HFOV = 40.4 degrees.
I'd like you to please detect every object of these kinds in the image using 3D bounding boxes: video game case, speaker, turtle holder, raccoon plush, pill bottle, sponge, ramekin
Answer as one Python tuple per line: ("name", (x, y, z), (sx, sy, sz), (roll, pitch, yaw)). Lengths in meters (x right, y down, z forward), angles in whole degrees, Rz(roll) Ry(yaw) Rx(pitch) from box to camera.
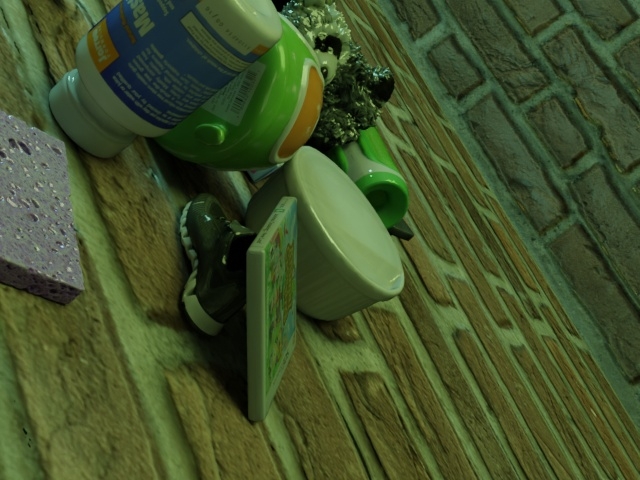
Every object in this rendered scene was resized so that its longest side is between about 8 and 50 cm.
("video game case", (-0.055, 0.076, 1.045), (0.193, 0.023, 0.212), (-66, 158, -68))
("speaker", (0.076, -0.144, 1.656), (0.131, 0.131, 0.296), (41, 18, -33))
("turtle holder", (-0.143, -0.210, 1.236), (0.227, 0.320, 0.243), (14, 74, -56))
("raccoon plush", (-0.066, -0.349, 1.636), (0.446, 0.216, 0.299), (31, -17, 53))
("pill bottle", (-0.191, -0.220, 1.035), (0.152, 0.272, 0.152), (46, 21, -24))
("sponge", (-0.298, -0.041, 0.862), (0.117, 0.031, 0.210), (32, 29, -47))
("ramekin", (0.000, 0.000, 1.330), (0.273, 0.127, 0.273), (46, 21, -23))

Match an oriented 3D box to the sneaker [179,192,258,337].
("sneaker", (-0.116, 0.009, 1.080), (0.078, 0.106, 0.234), (41, 24, -34))

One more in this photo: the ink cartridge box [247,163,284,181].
("ink cartridge box", (-0.151, -0.249, 1.486), (0.311, 0.065, 0.186), (57, 18, -1))

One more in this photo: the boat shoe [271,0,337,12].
("boat shoe", (-0.123, -0.530, 1.785), (0.355, 0.132, 0.130), (30, 32, 36))

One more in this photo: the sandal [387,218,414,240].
("sandal", (0.092, -0.047, 1.745), (0.254, 0.054, 0.097), (18, 33, -44))
